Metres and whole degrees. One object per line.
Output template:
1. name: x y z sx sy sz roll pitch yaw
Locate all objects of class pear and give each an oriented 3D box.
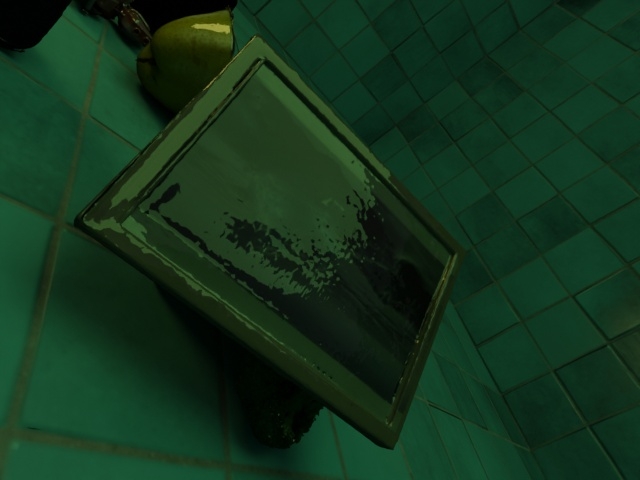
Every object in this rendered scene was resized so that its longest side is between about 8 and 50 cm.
1. pear: -0.276 -0.345 0.908 0.177 0.267 0.267 3 43 -20

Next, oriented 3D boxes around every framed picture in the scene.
1. framed picture: 0.000 0.000 0.561 0.446 0.028 0.326 42 60 -20

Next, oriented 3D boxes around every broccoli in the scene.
1. broccoli: -0.036 0.190 0.614 0.156 0.196 0.195 12 21 4

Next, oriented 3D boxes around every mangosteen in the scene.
1. mangosteen: -0.320 -0.616 1.089 0.233 0.287 0.288 37 23 -15

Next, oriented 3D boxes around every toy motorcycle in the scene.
1. toy motorcycle: -0.431 -0.484 0.923 0.212 0.084 0.118 42 13 -46

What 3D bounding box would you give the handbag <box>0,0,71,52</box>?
1. handbag: -0.433 -0.426 0.516 0.325 0.269 0.118 32 27 -50
